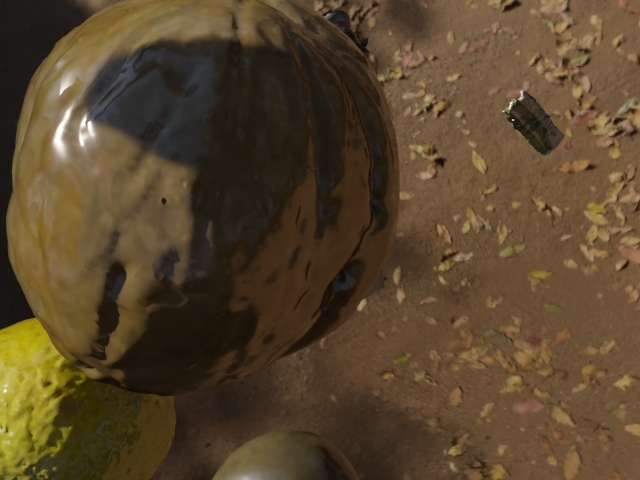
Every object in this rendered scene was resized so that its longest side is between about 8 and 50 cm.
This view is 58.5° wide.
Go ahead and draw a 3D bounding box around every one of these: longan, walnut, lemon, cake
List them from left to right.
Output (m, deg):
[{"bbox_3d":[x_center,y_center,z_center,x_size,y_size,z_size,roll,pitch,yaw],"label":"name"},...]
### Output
[{"bbox_3d":[-0.339,0.226,0.730,0.322,0.268,0.268,-20,65,6],"label":"lemon"},{"bbox_3d":[-0.093,-0.031,0.463,0.333,0.333,0.332,-8,69,20],"label":"walnut"},{"bbox_3d":[-0.025,0.182,0.393,0.113,0.113,0.092,-24,42,13],"label":"longan"},{"bbox_3d":[0.315,-0.185,0.867,0.051,0.140,0.055,-44,43,19],"label":"cake"}]

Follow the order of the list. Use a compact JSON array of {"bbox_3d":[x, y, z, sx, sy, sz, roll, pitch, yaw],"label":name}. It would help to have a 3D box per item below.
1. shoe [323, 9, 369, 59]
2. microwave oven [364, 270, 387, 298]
[{"bbox_3d":[-0.013,-0.324,1.126,0.137,0.114,0.291,45,73,7],"label":"shoe"},{"bbox_3d":[0.000,0.000,0.919,0.163,0.204,0.129,-24,27,-34],"label":"microwave oven"}]
